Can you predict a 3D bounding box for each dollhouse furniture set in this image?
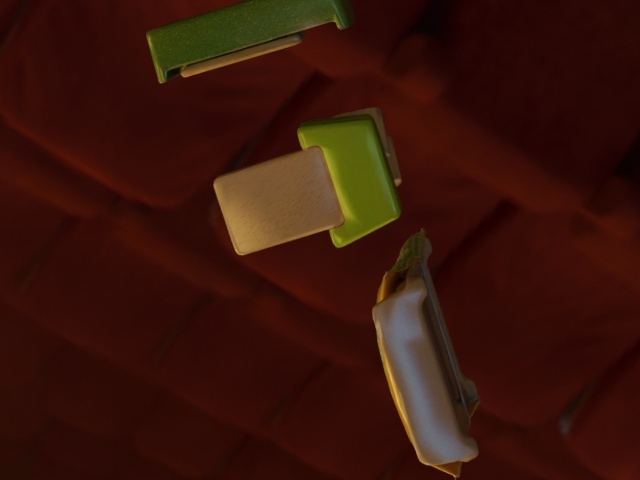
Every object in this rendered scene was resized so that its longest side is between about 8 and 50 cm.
[{"bbox_3d":[0.000,0.000,0.527,0.076,0.058,0.152,-67,-40,-78],"label":"dollhouse furniture set"}]
